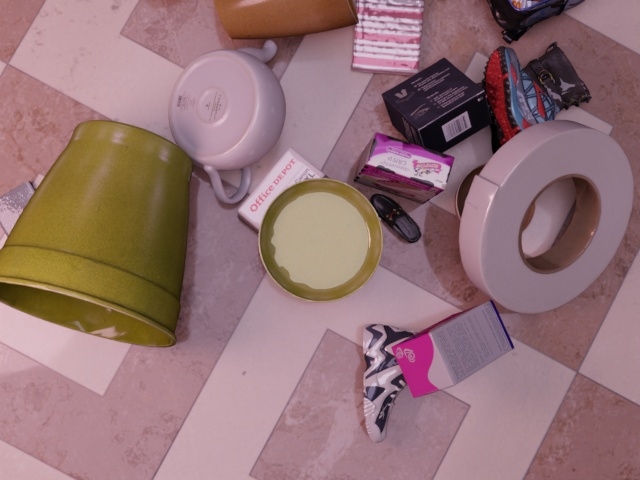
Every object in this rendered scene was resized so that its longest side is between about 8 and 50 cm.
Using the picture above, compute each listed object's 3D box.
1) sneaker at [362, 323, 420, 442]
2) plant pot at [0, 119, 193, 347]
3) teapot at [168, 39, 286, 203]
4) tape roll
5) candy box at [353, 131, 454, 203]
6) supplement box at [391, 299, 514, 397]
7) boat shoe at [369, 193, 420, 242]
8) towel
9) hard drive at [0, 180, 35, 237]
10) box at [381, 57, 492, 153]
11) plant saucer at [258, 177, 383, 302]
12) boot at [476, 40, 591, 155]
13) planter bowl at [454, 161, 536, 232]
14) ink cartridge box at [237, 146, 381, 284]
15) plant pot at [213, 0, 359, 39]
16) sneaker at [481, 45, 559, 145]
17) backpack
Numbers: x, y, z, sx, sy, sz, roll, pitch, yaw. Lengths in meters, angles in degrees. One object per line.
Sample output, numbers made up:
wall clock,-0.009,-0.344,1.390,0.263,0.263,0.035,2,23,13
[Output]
sneaker,0.162,0.284,1.929,0.153,0.094,0.234,-1,75,4
plant pot,-0.397,-0.022,1.812,0.367,0.366,0.352,16,73,-3
teapot,-0.163,-0.244,1.913,0.256,0.187,0.252,-38,68,20
tape roll,0.444,-0.043,1.878,0.392,0.072,0.391,-14,119,-26
candy box,0.158,-0.138,1.893,0.159,0.233,0.071,18,86,-2
supplement box,0.259,0.210,1.878,0.220,0.111,0.113,-22,86,-47
boat shoe,0.156,-0.048,1.983,0.049,0.042,0.133,-45,88,-4
towel,0.141,-0.446,2.022,0.144,0.029,0.196,5,88,-3
hard drive,-0.592,-0.040,1.939,0.094,0.022,0.135,-32,88,-6
box,0.233,-0.266,1.941,0.156,0.093,0.158,-31,45,-6
plant saucer,0.000,0.000,1.869,0.241,0.037,0.240,0,87,-4
boot,0.455,-0.263,1.996,0.229,0.091,0.262,-21,85,-5
planter bowl,0.344,-0.072,1.963,0.162,0.109,0.162,0,85,-4
ink cartridge box,-0.026,-0.047,1.939,0.237,0.100,0.172,39,84,-1
plant pot,-0.082,-0.504,1.926,0.255,0.237,0.237,-18,87,9
sneaker,0.408,-0.262,1.920,0.125,0.104,0.261,-13,85,-23
backpack,0.456,-0.585,1.973,0.264,0.213,0.276,-22,84,-16
